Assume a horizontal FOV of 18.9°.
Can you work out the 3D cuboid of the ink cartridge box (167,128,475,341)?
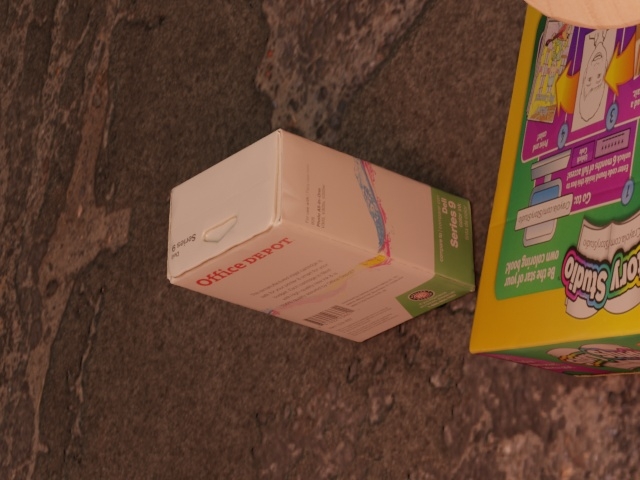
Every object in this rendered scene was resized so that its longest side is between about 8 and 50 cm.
[{"bbox_3d":[0.000,0.000,1.601,0.154,0.212,0.093,-27,56,45],"label":"ink cartridge box"}]

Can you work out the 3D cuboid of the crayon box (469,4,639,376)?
[{"bbox_3d":[0.232,-0.071,1.320,0.363,0.106,0.313,161,120,-74],"label":"crayon box"}]

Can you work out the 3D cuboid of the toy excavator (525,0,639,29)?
[{"bbox_3d":[0.364,-0.198,0.967,0.433,0.445,0.222,-43,24,32],"label":"toy excavator"}]
